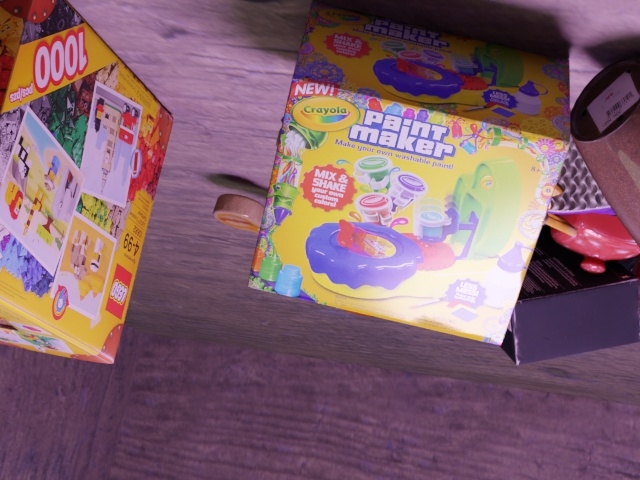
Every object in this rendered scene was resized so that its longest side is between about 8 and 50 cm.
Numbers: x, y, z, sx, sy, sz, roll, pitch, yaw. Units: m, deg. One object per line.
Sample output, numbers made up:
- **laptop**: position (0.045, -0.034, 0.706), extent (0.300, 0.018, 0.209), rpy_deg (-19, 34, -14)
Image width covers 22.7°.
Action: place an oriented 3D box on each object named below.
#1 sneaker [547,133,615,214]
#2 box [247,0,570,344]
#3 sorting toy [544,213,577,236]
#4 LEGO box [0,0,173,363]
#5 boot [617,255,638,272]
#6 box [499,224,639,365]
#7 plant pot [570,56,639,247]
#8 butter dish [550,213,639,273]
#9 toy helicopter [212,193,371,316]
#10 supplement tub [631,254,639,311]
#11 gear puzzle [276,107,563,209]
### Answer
- **sneaker**: position (0.339, -0.069, 1.932), extent (0.293, 0.102, 0.146), rpy_deg (3, 170, 7)
- **box**: position (0.095, -0.073, 1.734), extent (0.289, 0.177, 0.279), rpy_deg (12, 126, 0)
- **sorting toy**: position (0.187, -0.097, 2.033), extent (0.347, 0.047, 0.196), rpy_deg (22, -168, -29)
- **LEGO box**: position (-0.389, -0.081, 2.028), extent (0.193, 0.373, 0.500), rpy_deg (9, 167, 16)
- **boot**: position (0.519, 0.091, 2.515), extent (0.207, 0.094, 0.246), rpy_deg (28, 167, -40)
- **box**: position (0.314, 0.069, 2.246), extent (0.184, 0.103, 0.261), rpy_deg (-12, -160, -9)
- **plant pot**: position (0.380, -0.086, 1.695), extent (0.230, 0.215, 0.215), rpy_deg (36, 158, -27)
- **butter dish**: position (0.377, -0.013, 2.151), extent (0.160, 0.118, 0.160), rpy_deg (16, 166, -12)
- **toy helicopter**: position (0.000, 0.000, 2.559), extent (0.355, 0.140, 0.235), rpy_deg (20, 165, -17)
- **supplement tub**: position (0.549, 0.055, 2.106), extent (0.191, 0.191, 0.272), rpy_deg (16, 167, -14)
- **gear puzzle**: position (0.125, -0.126, 1.852), extent (0.338, 0.044, 0.175), rpy_deg (21, 126, 5)
